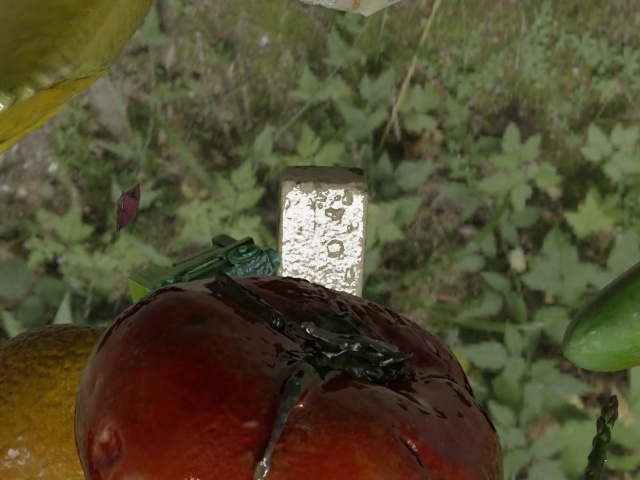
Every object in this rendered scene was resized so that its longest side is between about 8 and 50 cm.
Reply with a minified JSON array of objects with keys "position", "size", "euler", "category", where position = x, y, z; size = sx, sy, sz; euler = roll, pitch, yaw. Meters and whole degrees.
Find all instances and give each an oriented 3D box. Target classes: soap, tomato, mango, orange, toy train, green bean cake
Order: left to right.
[{"position":[-0.264,-0.167,1.152],"size":[0.306,0.427,0.115],"euler":[-27,118,36],"category":"soap"},{"position":[-0.309,0.271,1.586],"size":[0.322,0.357,0.322],"euler":[20,172,3],"category":"orange"},{"position":[-0.094,0.035,1.056],"size":[0.081,0.122,0.050],"euler":[18,129,56],"category":"toy train"},{"position":[-0.009,0.078,0.644],"size":[0.228,0.228,0.101],"euler":[15,107,-1],"category":"tomato"},{"position":[0.000,0.000,1.618],"size":[0.109,0.085,0.179],"euler":[3,109,-5],"category":"green bean cake"},{"position":[0.379,0.069,1.406],"size":[0.251,0.156,0.114],"euler":[-38,73,21],"category":"mango"}]

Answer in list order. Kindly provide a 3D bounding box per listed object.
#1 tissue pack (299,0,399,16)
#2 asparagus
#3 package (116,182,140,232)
[{"position":[0.069,-0.266,0.992],"size":[0.092,0.148,0.196],"euler":[7,168,-40],"category":"tissue pack"},{"position":[0.360,0.289,1.725],"size":[0.027,0.236,0.034],"euler":[14,130,16],"category":"asparagus"},{"position":[-0.269,-0.047,1.844],"size":[0.029,0.083,0.059],"euler":[10,103,8],"category":"package"}]
